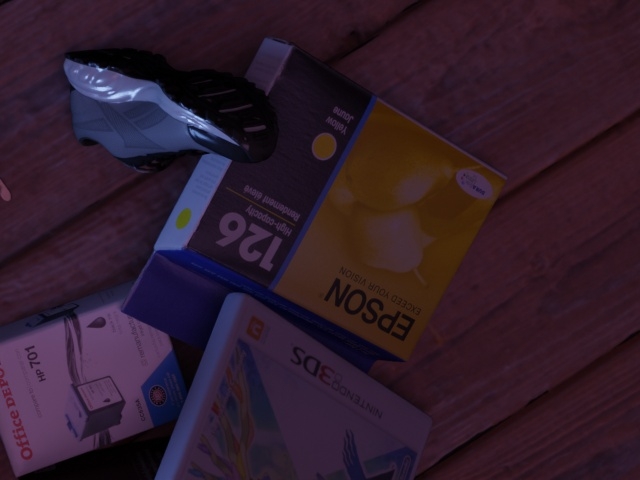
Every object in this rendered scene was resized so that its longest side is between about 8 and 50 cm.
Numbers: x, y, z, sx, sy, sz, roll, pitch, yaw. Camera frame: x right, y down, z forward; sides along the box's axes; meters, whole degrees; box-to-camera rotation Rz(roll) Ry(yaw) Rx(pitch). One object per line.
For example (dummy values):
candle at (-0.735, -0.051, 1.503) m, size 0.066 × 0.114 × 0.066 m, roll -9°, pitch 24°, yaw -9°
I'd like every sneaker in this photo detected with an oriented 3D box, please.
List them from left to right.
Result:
sneaker at (-0.141, -0.111, 1.667) m, size 0.100 × 0.271 × 0.108 m, roll -14°, pitch 115°, yaw -43°

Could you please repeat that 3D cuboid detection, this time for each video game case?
video game case at (-0.038, 0.263, 1.717) m, size 0.300 × 0.036 × 0.329 m, roll 36°, pitch 66°, yaw -36°

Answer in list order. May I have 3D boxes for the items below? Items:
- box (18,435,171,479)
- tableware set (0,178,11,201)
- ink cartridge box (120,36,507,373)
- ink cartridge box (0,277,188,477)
box at (-0.202, 0.326, 1.746) m, size 0.167 × 0.168 × 0.203 m, roll -9°, pitch 101°, yaw -11°
tableware set at (-0.406, -0.082, 1.705) m, size 0.128 × 0.039 × 0.194 m, roll -34°, pitch 104°, yaw -5°
ink cartridge box at (0.000, 0.000, 1.751) m, size 0.303 × 0.072 × 0.307 m, roll 28°, pitch 88°, yaw -33°
ink cartridge box at (-0.241, 0.136, 1.754) m, size 0.190 × 0.082 × 0.140 m, roll -20°, pitch 102°, yaw -11°
